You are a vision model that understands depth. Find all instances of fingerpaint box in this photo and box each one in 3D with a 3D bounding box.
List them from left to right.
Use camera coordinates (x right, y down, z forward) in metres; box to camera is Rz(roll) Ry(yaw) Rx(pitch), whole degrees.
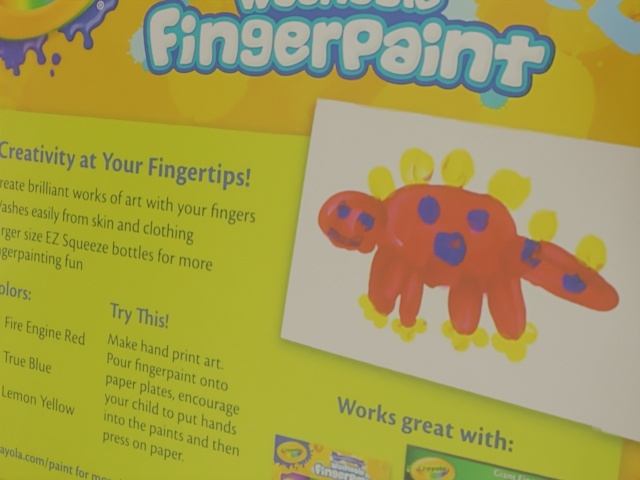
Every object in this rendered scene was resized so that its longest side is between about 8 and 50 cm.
[{"bbox_3d":[0.000,0.000,0.610,0.445,0.163,0.370,8,-83,29],"label":"fingerpaint box"}]
